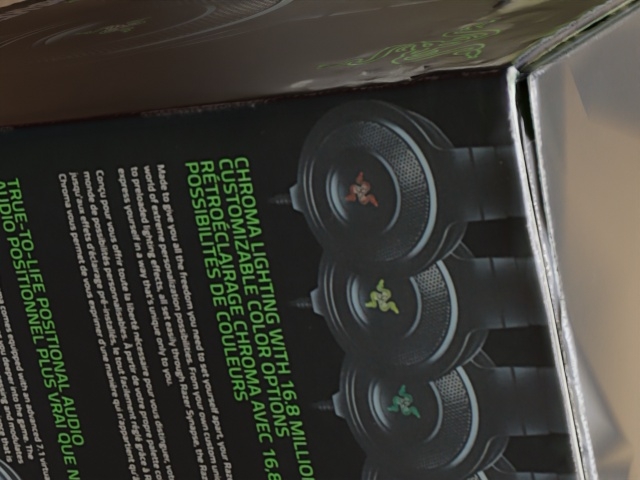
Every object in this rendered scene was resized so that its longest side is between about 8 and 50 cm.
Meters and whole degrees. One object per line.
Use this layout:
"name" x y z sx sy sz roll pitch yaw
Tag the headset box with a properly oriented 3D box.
"headset box" 0.000 0.000 0.503 0.283 0.131 0.246 -3 16 32
